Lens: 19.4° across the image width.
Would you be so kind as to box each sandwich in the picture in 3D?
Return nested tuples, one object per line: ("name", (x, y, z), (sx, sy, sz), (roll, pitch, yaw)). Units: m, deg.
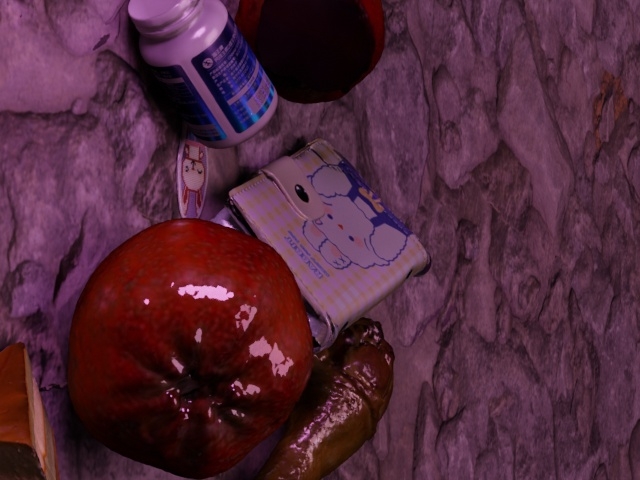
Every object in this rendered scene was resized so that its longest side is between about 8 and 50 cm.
("sandwich", (-0.263, 0.184, 1.755), (0.187, 0.144, 0.117), (-50, 133, -51))

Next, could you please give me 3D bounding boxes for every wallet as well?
("wallet", (0.000, 0.000, 2.249), (0.223, 0.077, 0.309), (48, 29, 4))

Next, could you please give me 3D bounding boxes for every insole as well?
("insole", (-0.144, -0.116, 2.145), (0.065, 0.004, 0.197), (17, 73, -60))

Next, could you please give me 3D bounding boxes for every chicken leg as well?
("chicken leg", (-0.001, 0.205, 2.248), (0.361, 0.140, 0.211), (-53, 142, -55))

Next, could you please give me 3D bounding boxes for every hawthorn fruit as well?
("hawthorn fruit", (-0.133, 0.097, 1.933), (0.300, 0.254, 0.254), (-99, 177, -73))
("hawthorn fruit", (-0.010, -0.277, 2.240), (0.251, 0.189, 0.189), (-84, 154, -44))

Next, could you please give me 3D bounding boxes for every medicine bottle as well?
("medicine bottle", (-0.132, -0.200, 2.061), (0.191, 0.107, 0.107), (58, 40, -38))
